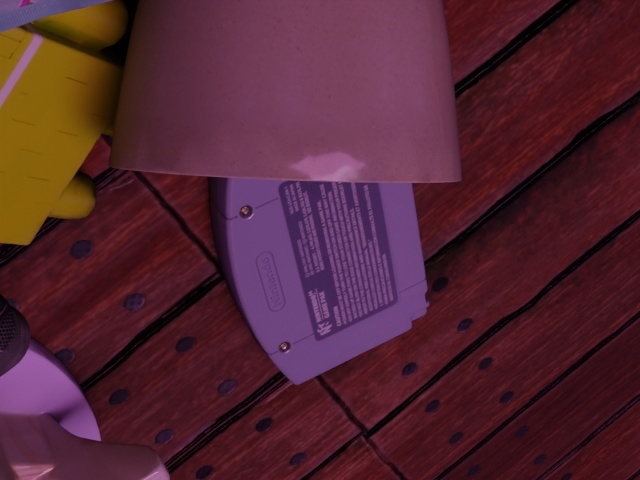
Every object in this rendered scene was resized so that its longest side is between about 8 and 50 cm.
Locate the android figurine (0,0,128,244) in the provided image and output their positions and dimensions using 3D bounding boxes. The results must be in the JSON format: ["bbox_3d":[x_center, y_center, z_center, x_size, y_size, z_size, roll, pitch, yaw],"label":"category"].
[{"bbox_3d":[-0.234,-0.080,0.717,0.248,0.056,0.273,-54,158,13],"label":"android figurine"}]

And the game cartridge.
[{"bbox_3d":[0.000,0.000,0.985,0.198,0.062,0.297,-22,130,-11],"label":"game cartridge"}]

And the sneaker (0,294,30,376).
[{"bbox_3d":[-0.338,0.102,0.749,0.227,0.087,0.130,-37,148,-10],"label":"sneaker"}]

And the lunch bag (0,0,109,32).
[{"bbox_3d":[-0.178,-0.271,0.568,0.160,0.262,0.223,-15,128,8],"label":"lunch bag"}]

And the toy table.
[{"bbox_3d":[-0.275,0.217,0.896,0.252,0.161,0.274,-37,133,-3],"label":"toy table"}]

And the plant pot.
[{"bbox_3d":[-0.020,-0.185,0.730,0.256,0.256,0.274,-1,96,-30],"label":"plant pot"}]
